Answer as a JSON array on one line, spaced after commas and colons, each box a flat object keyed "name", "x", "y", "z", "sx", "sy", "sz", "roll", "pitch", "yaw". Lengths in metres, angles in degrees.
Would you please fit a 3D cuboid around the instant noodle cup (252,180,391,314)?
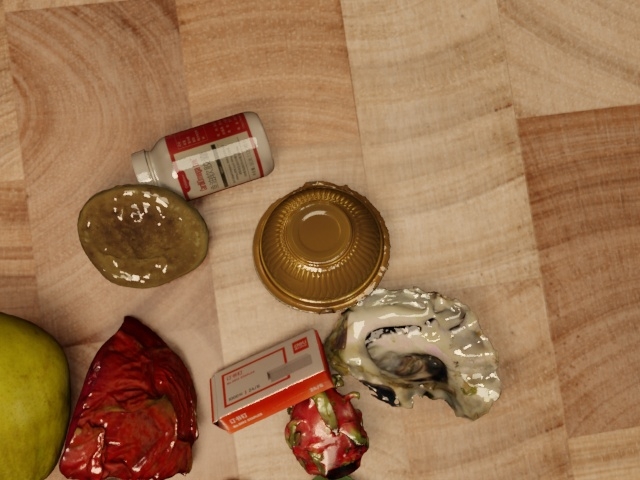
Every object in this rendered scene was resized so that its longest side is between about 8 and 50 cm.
[{"name": "instant noodle cup", "x": 0.000, "y": 0.000, "z": 1.319, "sx": 0.274, "sy": 0.091, "sz": 0.274, "roll": -1, "pitch": 72, "yaw": 3}]

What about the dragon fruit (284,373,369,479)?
[{"name": "dragon fruit", "x": 0.013, "y": 0.343, "z": 1.300, "sx": 0.166, "sy": 0.160, "sz": 0.172, "roll": -22, "pitch": 89, "yaw": 36}]

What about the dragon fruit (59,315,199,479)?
[{"name": "dragon fruit", "x": -0.355, "y": 0.333, "z": 1.215, "sx": 0.240, "sy": 0.330, "sz": 0.302, "roll": -40, "pitch": 93, "yaw": 15}]

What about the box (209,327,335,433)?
[{"name": "box", "x": -0.094, "y": 0.261, "z": 1.293, "sx": 0.229, "sy": 0.123, "sz": 0.050, "roll": -25, "pitch": 124, "yaw": 5}]

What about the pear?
[{"name": "pear", "x": -0.556, "y": 0.288, "z": 1.186, "sx": 0.287, "sy": 0.287, "sz": 0.375, "roll": -25, "pitch": 98, "yaw": -7}]

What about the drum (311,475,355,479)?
[{"name": "drum", "x": 0.084, "y": 0.488, "z": 1.347, "sx": 0.253, "sy": 0.130, "sz": 0.049, "roll": -1, "pitch": 111, "yaw": -33}]

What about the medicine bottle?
[{"name": "medicine bottle", "x": -0.221, "y": -0.152, "z": 1.322, "sx": 0.250, "sy": 0.131, "sz": 0.131, "roll": -19, "pitch": 88, "yaw": -7}]

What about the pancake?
[{"name": "pancake", "x": -0.331, "y": 0.003, "z": 1.289, "sx": 0.241, "sy": 0.050, "sz": 0.242, "roll": -1, "pitch": 121, "yaw": -2}]

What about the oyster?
[{"name": "oyster", "x": 0.167, "y": 0.213, "z": 1.327, "sx": 0.351, "sy": 0.115, "sz": 0.238, "roll": 1, "pitch": 64, "yaw": 7}]
